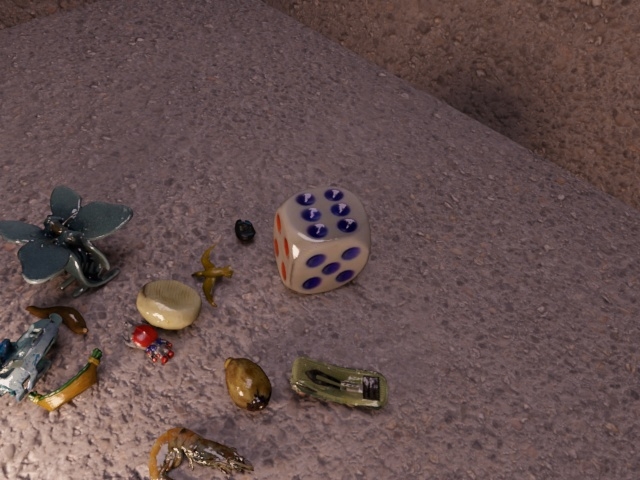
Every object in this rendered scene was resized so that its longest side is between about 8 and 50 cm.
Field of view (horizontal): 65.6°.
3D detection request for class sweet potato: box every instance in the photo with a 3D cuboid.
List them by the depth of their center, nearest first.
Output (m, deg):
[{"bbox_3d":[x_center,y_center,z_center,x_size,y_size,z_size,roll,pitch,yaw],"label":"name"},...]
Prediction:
[{"bbox_3d":[-0.845,0.245,1.619,0.249,0.059,0.069,18,62,11],"label":"sweet potato"}]

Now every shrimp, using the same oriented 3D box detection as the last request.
[{"bbox_3d":[-0.339,0.634,1.384,0.295,0.058,0.169,17,56,9],"label":"shrimp"}]

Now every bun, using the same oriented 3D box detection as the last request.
[{"bbox_3d":[-0.509,0.225,1.657,0.222,0.128,0.222,14,20,-5],"label":"bun"}]

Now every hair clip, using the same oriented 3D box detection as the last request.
[{"bbox_3d":[0.052,0.462,1.574,0.321,0.091,0.138,17,40,-11],"label":"hair clip"},{"bbox_3d":[-0.865,0.019,1.684,0.318,0.239,0.392,29,51,16],"label":"hair clip"}]

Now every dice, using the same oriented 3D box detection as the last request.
[{"bbox_3d":[0.000,0.000,1.809,0.303,0.304,0.277,-8,53,-16],"label":"dice"}]

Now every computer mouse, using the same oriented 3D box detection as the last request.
[{"bbox_3d":[-0.301,-0.036,1.957,0.079,0.047,0.135,6,37,-21],"label":"computer mouse"}]

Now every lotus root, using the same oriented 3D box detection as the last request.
[{"bbox_3d":[-0.230,0.429,1.520,0.138,0.139,0.214,-26,50,-28],"label":"lotus root"}]

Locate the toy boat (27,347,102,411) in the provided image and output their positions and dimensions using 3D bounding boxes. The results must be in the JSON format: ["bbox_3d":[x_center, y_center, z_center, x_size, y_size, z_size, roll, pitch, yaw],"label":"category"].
[{"bbox_3d":[-0.735,0.416,1.461,0.229,0.089,0.088,-34,85,-19],"label":"toy boat"}]

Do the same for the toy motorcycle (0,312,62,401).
[{"bbox_3d":[-0.859,0.333,1.462,0.154,0.206,0.260,39,43,-25],"label":"toy motorcycle"}]

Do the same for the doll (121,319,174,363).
[{"bbox_3d":[-0.558,0.321,1.603,0.194,0.062,0.104,35,65,10],"label":"doll"}]

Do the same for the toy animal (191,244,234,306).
[{"bbox_3d":[-0.393,0.125,1.788,0.095,0.155,0.219,-5,91,-45],"label":"toy animal"}]
